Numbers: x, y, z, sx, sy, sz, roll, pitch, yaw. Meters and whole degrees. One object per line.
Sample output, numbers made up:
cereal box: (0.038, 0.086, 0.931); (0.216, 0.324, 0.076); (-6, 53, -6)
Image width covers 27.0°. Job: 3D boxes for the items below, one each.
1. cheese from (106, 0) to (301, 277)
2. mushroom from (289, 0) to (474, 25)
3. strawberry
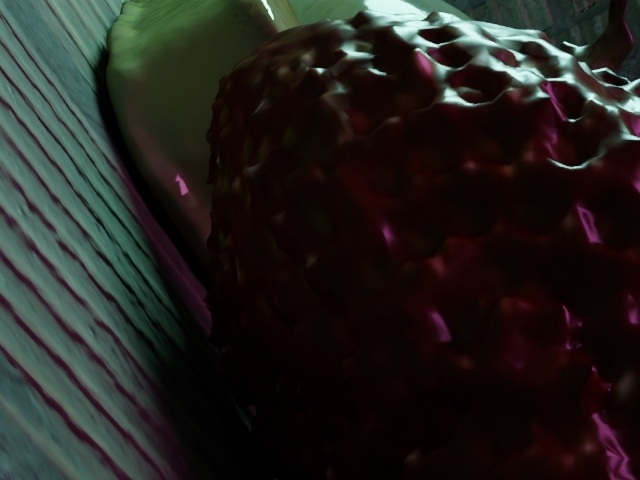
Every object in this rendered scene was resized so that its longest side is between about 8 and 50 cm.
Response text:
cheese: (-0.024, -0.043, 0.781); (0.384, 0.104, 0.384); (62, 4, -7)
mushroom: (0.049, -0.097, 1.319); (0.362, 0.295, 0.362); (33, 1, -1)
strawberry: (0.114, 0.049, 0.523); (0.292, 0.292, 0.344); (28, 39, -84)
